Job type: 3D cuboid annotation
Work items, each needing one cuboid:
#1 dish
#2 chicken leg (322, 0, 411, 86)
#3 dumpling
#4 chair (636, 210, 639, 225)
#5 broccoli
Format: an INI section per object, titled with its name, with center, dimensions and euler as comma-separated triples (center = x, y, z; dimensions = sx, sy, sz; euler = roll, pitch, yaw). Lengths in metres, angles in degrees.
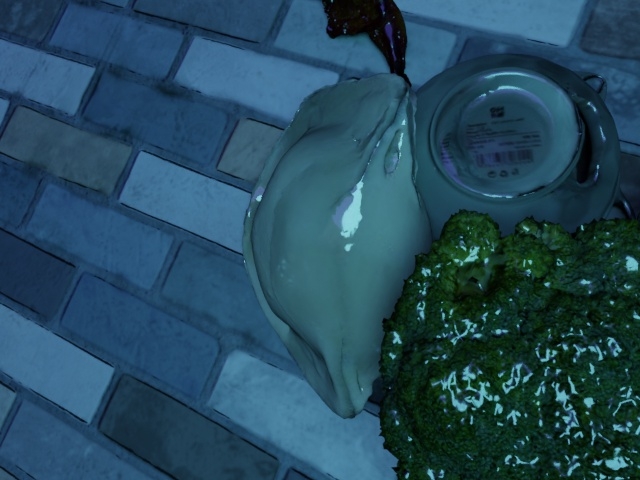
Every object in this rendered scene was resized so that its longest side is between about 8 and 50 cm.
[dish]
center = 0.203, -0.100, 0.529
dimensions = 0.304, 0.120, 0.302
euler = -3, 78, 15
[chicken leg]
center = 0.067, -0.292, 0.639
dimensions = 0.205, 0.053, 0.093
euler = 50, 117, 24
[dumpling]
center = 0.000, 0.003, 0.541
dimensions = 0.181, 0.340, 0.260
euler = -29, 31, -31
[chair]
center = 0.455, 0.028, 0.412
dimensions = 0.136, 0.147, 0.270
euler = -45, 39, -10
[broccoli]
center = 0.189, 0.115, 0.405
dimensions = 0.304, 0.283, 0.320
euler = -9, 110, -3
